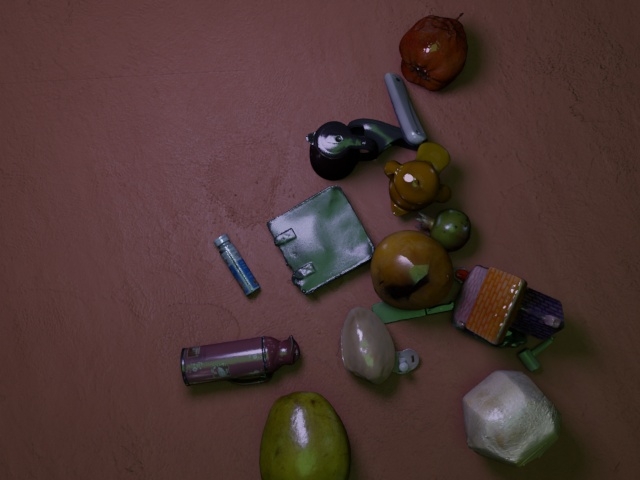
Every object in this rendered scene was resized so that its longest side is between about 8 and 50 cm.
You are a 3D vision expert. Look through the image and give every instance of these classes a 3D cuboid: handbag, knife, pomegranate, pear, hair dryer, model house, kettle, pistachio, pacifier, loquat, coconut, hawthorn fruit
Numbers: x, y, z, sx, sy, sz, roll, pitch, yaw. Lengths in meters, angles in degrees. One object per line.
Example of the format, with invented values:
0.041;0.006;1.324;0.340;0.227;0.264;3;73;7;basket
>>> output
0.001;-0.001;1.861;0.260;0.079;0.247;-28;85;0;handbag
0.246;-0.382;1.855;0.073;0.040;0.265;4;54;-31;knife
0.352;-0.027;1.836;0.159;0.129;0.129;-6;85;12;pomegranate
-0.043;0.569;1.734;0.253;0.253;0.307;-9;72;0;pear
0.274;0.193;1.871;0.245;0.019;0.072;-10;84;2;knife
0.636;0.319;1.851;0.124;0.038;0.063;-35;87;-9;hair dryer
0.514;0.205;1.743;0.237;0.237;0.202;28;91;-6;model house
0.060;-0.252;1.803;0.202;0.232;0.144;13;87;2;kettle
0.128;0.301;1.813;0.152;0.126;0.223;-19;75;-5;pistachio
0.236;0.355;1.831;0.099;0.078;0.081;-9;106;0;pacifier
0.250;0.085;1.776;0.235;0.235;0.235;0;85;1;loquat
0.509;0.495;1.739;0.247;0.245;0.245;-41;86;-1;coconut
0.342;-0.569;1.847;0.207;0.207;0.243;33;79;3;hawthorn fruit

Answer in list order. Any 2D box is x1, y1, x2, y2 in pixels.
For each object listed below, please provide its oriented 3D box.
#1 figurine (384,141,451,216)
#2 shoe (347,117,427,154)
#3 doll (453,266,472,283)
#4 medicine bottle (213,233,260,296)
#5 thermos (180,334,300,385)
0.270;-0.160;1.794;0.215;0.228;0.215;5;64;-10;figurine
0.189;-0.283;1.867;0.241;0.108;0.093;14;82;-2;shoe
0.416;0.102;1.867;0.114;0.039;0.057;17;108;-5;doll
-0.245;0.072;1.873;0.051;0.051;0.191;-32;85;-2;medicine bottle
-0.220;0.350;1.820;0.330;0.109;0.136;-8;85;0;thermos
